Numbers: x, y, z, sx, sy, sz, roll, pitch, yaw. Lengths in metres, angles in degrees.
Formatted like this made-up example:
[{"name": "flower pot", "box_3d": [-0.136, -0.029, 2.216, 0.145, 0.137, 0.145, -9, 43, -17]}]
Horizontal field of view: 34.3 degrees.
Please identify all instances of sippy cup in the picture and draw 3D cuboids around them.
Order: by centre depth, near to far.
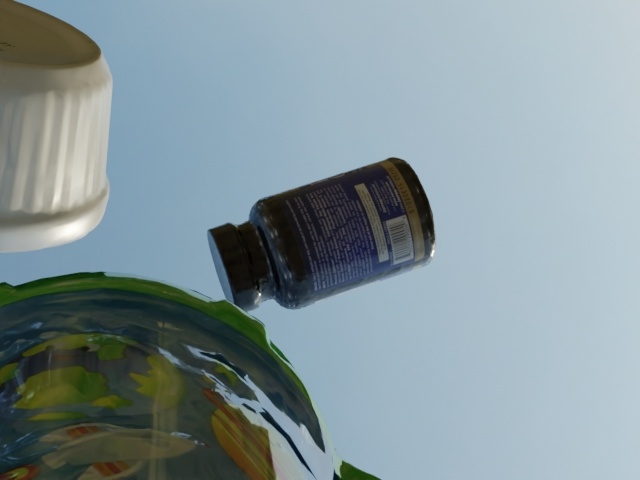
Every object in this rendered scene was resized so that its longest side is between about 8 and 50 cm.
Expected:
[{"name": "sippy cup", "box_3d": [-0.087, 0.144, 0.391, 0.240, 0.305, 0.224, 61, 175, -13]}]

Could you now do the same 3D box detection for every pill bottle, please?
[{"name": "pill bottle", "box_3d": [0.000, 0.000, 1.079, 0.219, 0.123, 0.123, -18, -133, -12]}]

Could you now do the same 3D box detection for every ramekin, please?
[{"name": "ramekin", "box_3d": [-0.278, -0.106, 0.756, 0.272, 0.127, 0.273, 17, -160, -6]}]
